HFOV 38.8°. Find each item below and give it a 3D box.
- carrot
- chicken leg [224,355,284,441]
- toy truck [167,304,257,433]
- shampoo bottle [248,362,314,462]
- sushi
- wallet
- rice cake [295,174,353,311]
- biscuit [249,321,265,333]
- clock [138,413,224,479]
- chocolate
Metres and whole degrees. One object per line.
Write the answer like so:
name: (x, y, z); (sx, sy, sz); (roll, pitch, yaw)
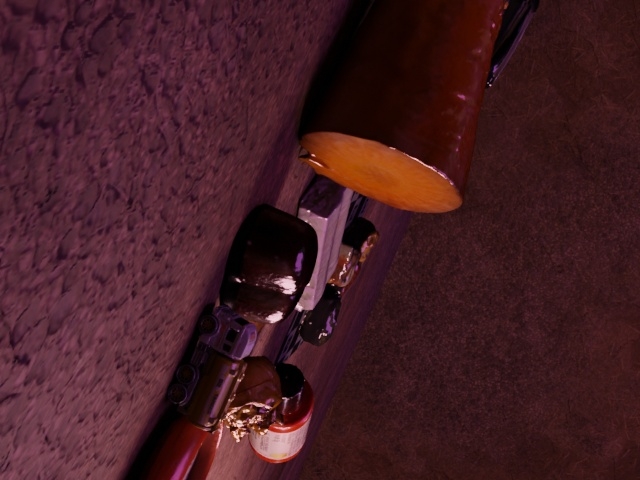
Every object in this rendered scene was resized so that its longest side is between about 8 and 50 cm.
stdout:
carrot: (0.105, -0.181, 1.014); (0.196, 0.196, 0.254); (76, 35, -77)
chicken leg: (-0.088, 0.200, 1.213); (0.207, 0.085, 0.101); (-48, 119, -86)
toy truck: (-0.109, 0.133, 0.944); (0.123, 0.063, 0.052); (-66, 171, 4)
shampoo bottle: (-0.066, 0.281, 1.510); (0.104, 0.104, 0.278); (-61, 171, -29)
sushi: (0.038, 0.075, 1.721); (0.359, 0.064, 0.343); (-66, 172, 12)
wallet: (0.197, -0.272, 1.328); (0.176, 0.075, 0.250); (-59, -162, -19)
rice cake: (0.001, -0.002, 1.295); (0.298, 0.050, 0.106); (99, 17, -60)
biscuit: (-0.070, 0.068, 1.125); (0.142, 0.029, 0.221); (-68, 171, 19)
clock: (-0.166, 0.267, 1.016); (0.205, 0.051, 0.205); (23, 90, -82)
chocolate: (-0.046, 0.030, 0.990); (0.125, 0.080, 0.148); (-54, 165, -52)
